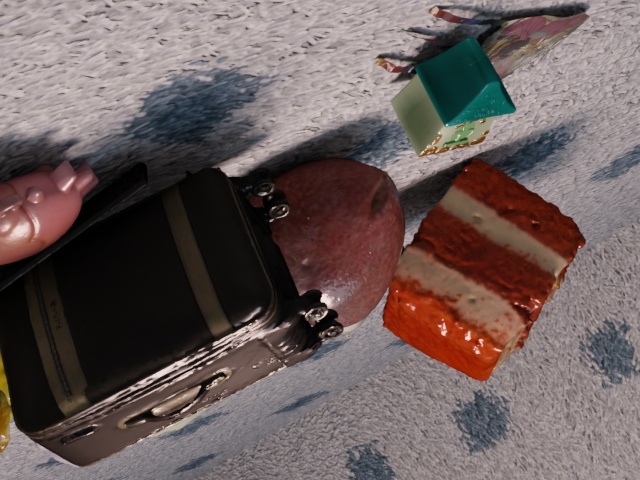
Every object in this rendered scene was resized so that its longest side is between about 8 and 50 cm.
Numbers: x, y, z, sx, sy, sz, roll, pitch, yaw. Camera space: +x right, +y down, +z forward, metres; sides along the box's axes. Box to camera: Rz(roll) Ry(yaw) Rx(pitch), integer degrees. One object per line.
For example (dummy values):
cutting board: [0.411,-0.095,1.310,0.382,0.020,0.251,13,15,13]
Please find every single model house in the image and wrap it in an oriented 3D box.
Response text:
model house: [0.190,-0.197,1.580,0.127,0.100,0.149,-15,159,-31]

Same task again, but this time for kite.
kite: [0.225,-0.267,1.621,0.360,0.022,0.204,-7,159,-46]

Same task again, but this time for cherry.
cherry: [0.000,0.000,1.760,0.261,0.221,0.307,29,112,-25]

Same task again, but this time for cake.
cake: [0.293,0.071,2.147,0.319,0.270,0.269,-52,166,-17]

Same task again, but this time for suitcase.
suitcase: [-0.217,0.099,1.509,0.434,0.283,0.194,-28,147,6]

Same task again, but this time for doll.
doll: [-0.361,-0.026,1.388,0.211,0.093,0.262,-30,180,-2]

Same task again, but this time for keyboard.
keyboard: [-0.286,-0.035,1.477,0.381,0.041,0.103,-30,-159,1]

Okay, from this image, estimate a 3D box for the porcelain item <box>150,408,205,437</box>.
porcelain item: [-0.252,0.191,2.028,0.281,0.157,0.286,-38,154,-8]

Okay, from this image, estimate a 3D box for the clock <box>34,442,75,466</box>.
clock: [-0.429,0.284,2.205,0.254,0.189,0.189,-50,155,24]

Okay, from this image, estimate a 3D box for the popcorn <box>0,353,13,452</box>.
popcorn: [-0.561,0.212,1.593,0.279,0.274,0.335,1,159,12]

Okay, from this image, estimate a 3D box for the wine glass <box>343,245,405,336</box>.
wine glass: [0.069,0.069,2.259,0.156,0.156,0.232,-16,159,-29]
